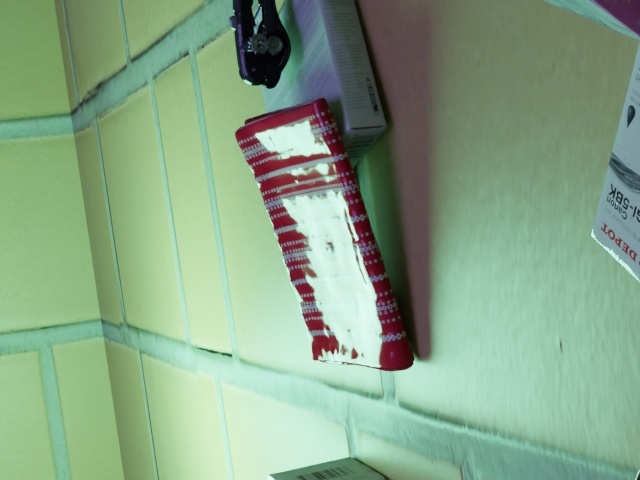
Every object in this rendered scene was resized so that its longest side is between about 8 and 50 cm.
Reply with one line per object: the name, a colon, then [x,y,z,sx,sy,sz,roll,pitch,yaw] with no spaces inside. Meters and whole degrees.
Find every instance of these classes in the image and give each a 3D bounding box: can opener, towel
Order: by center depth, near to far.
towel: [0.000,0.000,1.157,0.199,0.031,0.275,-2,109,64]
can opener: [-0.067,-0.246,1.161,0.073,0.059,0.186,-176,79,-69]

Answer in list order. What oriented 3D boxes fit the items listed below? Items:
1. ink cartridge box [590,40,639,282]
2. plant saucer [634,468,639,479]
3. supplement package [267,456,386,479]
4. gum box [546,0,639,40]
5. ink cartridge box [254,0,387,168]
ink cartridge box: [0.212,-0.035,0.639,0.099,0.056,0.135,-126,34,-49]
plant saucer: [0.251,0.208,0.665,0.198,0.036,0.198,172,90,-69]
supplement package: [0.015,0.341,1.245,0.105,0.105,0.179,-171,73,-69]
gum box: [0.153,-0.190,0.656,0.107,0.062,0.188,-58,32,10]
ink cartridge box: [-0.010,-0.169,1.189,0.223,0.045,0.224,132,127,-64]
